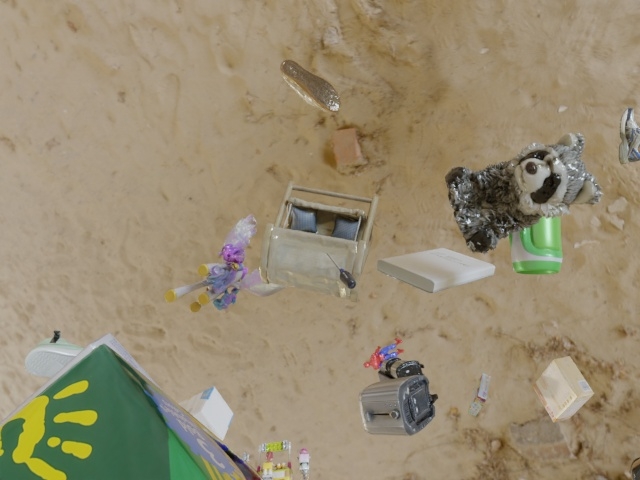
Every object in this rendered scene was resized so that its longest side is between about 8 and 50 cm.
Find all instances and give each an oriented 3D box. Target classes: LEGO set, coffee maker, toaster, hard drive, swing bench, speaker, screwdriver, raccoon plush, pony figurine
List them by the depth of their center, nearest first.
[{"bbox_3d":[0.040,0.054,1.009,0.024,0.170,0.025,27,105,-25],"label":"screwdriver"},{"bbox_3d":[0.486,-0.123,1.174,0.299,0.446,0.216,-21,89,23],"label":"raccoon plush"},{"bbox_3d":[-0.169,0.543,1.204,0.286,0.107,0.132,5,136,-8],"label":"LEGO set"},{"bbox_3d":[0.000,0.000,1.251,0.253,0.255,0.165,10,134,10],"label":"swing bench"},{"bbox_3d":[0.199,0.424,1.256,0.146,0.227,0.129,-16,82,31],"label":"toaster"},{"bbox_3d":[0.571,-0.062,1.288,0.131,0.131,0.297,-2,79,27],"label":"speaker"},{"bbox_3d":[0.394,0.093,1.636,0.233,0.352,0.047,23,112,45],"label":"hard drive"},{"bbox_3d":[0.282,0.499,1.714,0.120,0.178,0.171,10,82,-14],"label":"coffee maker"},{"bbox_3d":[-0.326,0.119,1.748,0.351,0.363,0.303,-36,84,26],"label":"pony figurine"}]

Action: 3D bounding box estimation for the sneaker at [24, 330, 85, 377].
[{"bbox_3d":[-0.545,0.282,1.141,0.255,0.151,0.094,23,84,-25],"label":"sneaker"}]

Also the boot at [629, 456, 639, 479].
[{"bbox_3d":[0.549,0.406,0.813,0.076,0.137,0.198,-36,103,7],"label":"boot"}]

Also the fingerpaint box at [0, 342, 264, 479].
[{"bbox_3d":[-0.059,0.344,0.433,0.371,0.163,0.445,35,157,33],"label":"fingerpaint box"}]

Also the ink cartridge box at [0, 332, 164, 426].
[{"bbox_3d":[-0.349,0.296,0.664,0.311,0.065,0.186,-41,93,3],"label":"ink cartridge box"}]

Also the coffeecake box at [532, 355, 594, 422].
[{"bbox_3d":[0.826,0.511,1.659,0.068,0.142,0.186,-6,136,-13],"label":"coffeecake box"}]

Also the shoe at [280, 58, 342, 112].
[{"bbox_3d":[-0.026,-0.444,1.414,0.219,0.076,0.058,40,164,4],"label":"shoe"}]

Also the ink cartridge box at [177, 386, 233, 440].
[{"bbox_3d":[-0.293,0.425,1.122,0.143,0.092,0.090,-28,104,16],"label":"ink cartridge box"}]

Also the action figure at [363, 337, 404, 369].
[{"bbox_3d":[0.127,0.235,0.986,0.030,0.115,0.038,0,101,43],"label":"action figure"}]

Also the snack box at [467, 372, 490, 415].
[{"bbox_3d":[0.618,0.598,1.881,0.037,0.141,0.100,24,122,15],"label":"snack box"}]

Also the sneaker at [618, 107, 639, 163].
[{"bbox_3d":[0.762,-0.254,1.175,0.058,0.052,0.136,2,94,37],"label":"sneaker"}]
